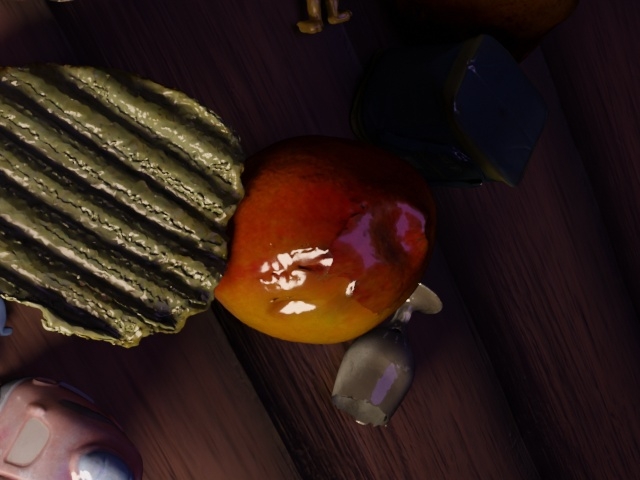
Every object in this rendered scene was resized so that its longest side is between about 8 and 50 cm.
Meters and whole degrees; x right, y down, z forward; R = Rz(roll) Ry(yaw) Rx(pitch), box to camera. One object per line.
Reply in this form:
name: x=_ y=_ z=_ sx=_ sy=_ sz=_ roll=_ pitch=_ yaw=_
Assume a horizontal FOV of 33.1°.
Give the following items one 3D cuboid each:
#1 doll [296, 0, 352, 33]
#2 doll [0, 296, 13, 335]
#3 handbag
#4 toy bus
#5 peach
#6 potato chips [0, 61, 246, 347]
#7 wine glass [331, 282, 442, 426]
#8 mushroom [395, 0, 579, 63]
doll: x=-0.015 y=-0.520 z=1.705 sx=0.160 sy=0.094 sz=0.365 roll=-33 pitch=113 yaw=-49
doll: x=-0.436 y=0.040 z=1.316 sx=0.110 sy=0.067 sz=0.206 roll=-52 pitch=127 yaw=-46
handbag: x=0.218 y=-0.212 z=1.831 sx=0.263 sy=0.241 sz=0.222 roll=37 pitch=65 yaw=-35
toy bus: x=-0.332 y=0.317 z=1.297 sx=0.197 sy=0.231 sz=0.294 roll=43 pitch=62 yaw=-35
peach: x=0.001 y=-0.002 z=1.530 sx=0.372 sy=0.372 sz=0.290 roll=2 pitch=99 yaw=-44
potato chips: x=-0.297 y=-0.067 z=1.336 sx=0.429 sy=0.070 sz=0.358 roll=30 pitch=64 yaw=-11
wine glass: x=0.111 y=0.184 z=1.803 sx=0.126 sy=0.126 sz=0.241 roll=44 pitch=61 yaw=-34
mushroom: x=0.281 y=-0.447 z=1.870 sx=0.345 sy=0.345 sz=0.260 roll=37 pitch=61 yaw=-38
